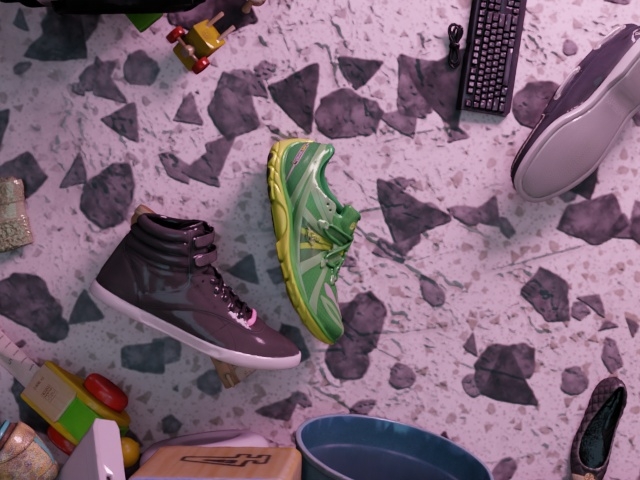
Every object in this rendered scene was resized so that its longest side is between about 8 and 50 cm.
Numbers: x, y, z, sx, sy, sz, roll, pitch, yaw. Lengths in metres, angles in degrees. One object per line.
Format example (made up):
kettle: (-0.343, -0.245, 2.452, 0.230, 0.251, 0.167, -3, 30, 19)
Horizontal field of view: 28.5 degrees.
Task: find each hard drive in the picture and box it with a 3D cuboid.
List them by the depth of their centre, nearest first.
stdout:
hard drive: (-0.332, 0.405, 1.647, 0.040, 0.203, 0.307, 14, 131, -30)

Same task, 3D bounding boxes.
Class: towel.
towel: (-0.487, -0.027, 1.787, 0.148, 0.027, 0.110, -11, 92, -1)

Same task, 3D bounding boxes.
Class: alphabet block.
alphabet block: (-0.124, 0.360, 1.531, 0.193, 0.197, 0.192, 2, 91, 4)

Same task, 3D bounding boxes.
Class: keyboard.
keyboard: (0.233, -0.274, 1.807, 0.108, 0.023, 0.180, 9, 89, -1)

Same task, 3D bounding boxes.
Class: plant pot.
plant pot: (0.070, 0.404, 1.701, 0.271, 0.271, 0.255, 14, 102, -2)

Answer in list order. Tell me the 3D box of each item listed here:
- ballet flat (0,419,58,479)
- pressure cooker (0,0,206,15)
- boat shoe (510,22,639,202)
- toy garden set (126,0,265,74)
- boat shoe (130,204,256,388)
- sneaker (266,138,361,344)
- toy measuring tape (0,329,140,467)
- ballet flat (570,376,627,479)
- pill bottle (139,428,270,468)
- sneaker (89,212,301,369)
ballet flat: (-0.480, 0.381, 1.711, 0.123, 0.123, 0.348, 46, 112, -1)
pressure cooker: (-0.296, -0.482, 1.589, 0.420, 0.370, 0.375, -3, 72, 5)
boat shoe: (0.372, -0.181, 1.781, 0.302, 0.091, 0.114, -43, 127, -2)
toy garden set: (-0.164, -0.374, 1.785, 0.244, 0.049, 0.204, -40, 90, -2)
boat shoe: (-0.181, 0.076, 1.758, 0.089, 0.104, 0.285, -39, 92, -4)
sneaker: (0.000, 0.000, 1.760, 0.123, 0.109, 0.295, -10, 90, 2)
toy measuring tape: (-0.369, 0.210, 1.774, 0.330, 0.121, 0.121, 37, 89, 21)
ballet flat: (0.396, 0.278, 1.802, 0.057, 0.049, 0.173, 14, 90, -1)
pill bottle: (-0.142, 0.431, 1.723, 0.181, 0.181, 0.323, -7, 91, -1)
sneaker: (-0.142, 0.062, 1.660, 0.295, 0.104, 0.147, 24, 101, -6)
